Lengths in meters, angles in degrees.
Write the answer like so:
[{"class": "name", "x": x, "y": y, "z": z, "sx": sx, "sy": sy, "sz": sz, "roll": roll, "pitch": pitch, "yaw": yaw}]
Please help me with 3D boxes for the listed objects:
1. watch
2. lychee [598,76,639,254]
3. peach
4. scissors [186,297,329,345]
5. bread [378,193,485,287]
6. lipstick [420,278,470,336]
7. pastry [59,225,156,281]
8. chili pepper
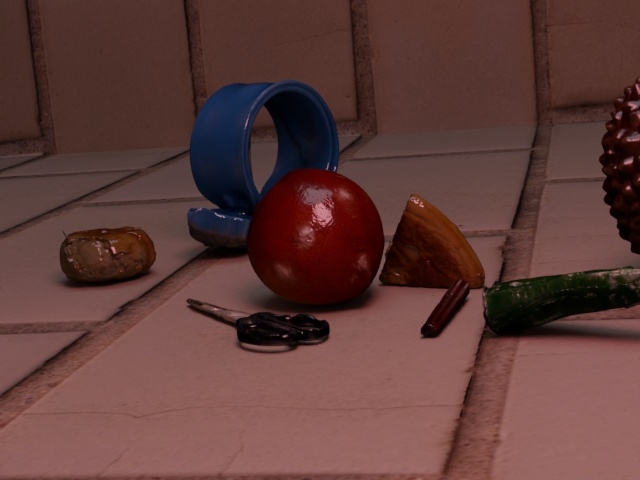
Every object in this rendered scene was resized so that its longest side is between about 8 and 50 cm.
[{"class": "watch", "x": -0.118, "y": -0.125, "z": 1.945, "sx": 0.241, "sy": 0.275, "sz": 0.305, "roll": 5, "pitch": 10, "yaw": 39}, {"class": "lychee", "x": 0.499, "y": -0.088, "z": 1.437, "sx": 0.330, "sy": 0.306, "sz": 0.306, "roll": -25, "pitch": 19, "yaw": -25}, {"class": "peach", "x": 0.000, "y": 0.000, "z": 1.541, "sx": 0.197, "sy": 0.197, "sz": 0.197, "roll": -5, "pitch": 11, "yaw": 1}, {"class": "scissors", "x": -0.098, "y": 0.096, "z": 1.478, "sx": 0.109, "sy": 0.022, "sz": 0.300, "roll": -8, "pitch": 11, "yaw": -32}, {"class": "bread", "x": 0.139, "y": -0.002, "z": 1.575, "sx": 0.154, "sy": 0.136, "sz": 0.054, "roll": -3, "pitch": 29, "yaw": 28}, {"class": "lipstick", "x": 0.152, "y": 0.082, "z": 1.427, "sx": 0.027, "sy": 0.027, "sz": 0.176, "roll": -1, "pitch": 13, "yaw": 19}, {"class": "pastry", "x": -0.328, "y": 0.020, "z": 1.808, "sx": 0.153, "sy": 0.081, "sz": 0.153, "roll": -3, "pitch": 1, "yaw": 0}, {"class": "chili pepper", "x": 0.294, "y": 0.055, "z": 1.297, "sx": 0.226, "sy": 0.059, "sz": 0.088, "roll": -13, "pitch": 4, "yaw": 32}]
